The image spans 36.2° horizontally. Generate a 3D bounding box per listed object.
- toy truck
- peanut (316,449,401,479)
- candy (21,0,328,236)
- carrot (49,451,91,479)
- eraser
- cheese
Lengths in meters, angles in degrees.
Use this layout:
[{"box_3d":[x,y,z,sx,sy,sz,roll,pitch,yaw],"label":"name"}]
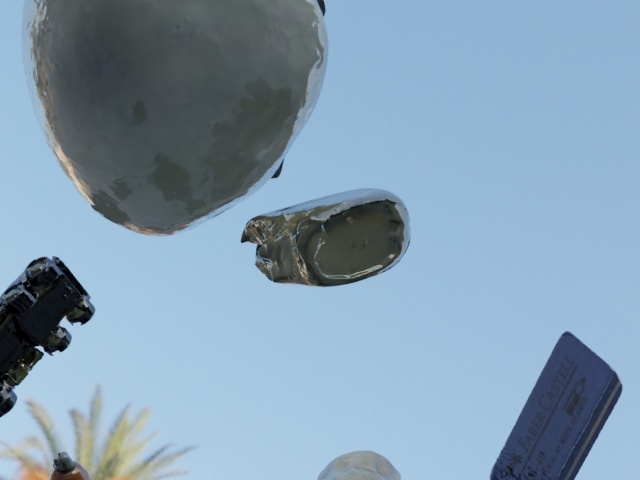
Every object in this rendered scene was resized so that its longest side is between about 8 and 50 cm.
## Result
[{"box_3d":[-0.481,0.143,1.513,0.127,0.257,0.127,5,-40,39],"label":"toy truck"},{"box_3d":[0.063,0.495,1.861,0.174,0.340,0.158,-37,-83,4],"label":"peanut"},{"box_3d":[-0.203,-0.191,1.181,0.386,0.186,0.427,30,-53,12],"label":"candy"},{"box_3d":[-0.401,0.485,1.648,0.069,0.069,0.336,2,-60,14],"label":"carrot"},{"box_3d":[0.251,0.208,1.049,0.036,0.082,0.225,4,-62,-36],"label":"eraser"},{"box_3d":[0.000,0.000,1.081,0.202,0.175,0.091,-7,-82,53],"label":"cheese"}]
